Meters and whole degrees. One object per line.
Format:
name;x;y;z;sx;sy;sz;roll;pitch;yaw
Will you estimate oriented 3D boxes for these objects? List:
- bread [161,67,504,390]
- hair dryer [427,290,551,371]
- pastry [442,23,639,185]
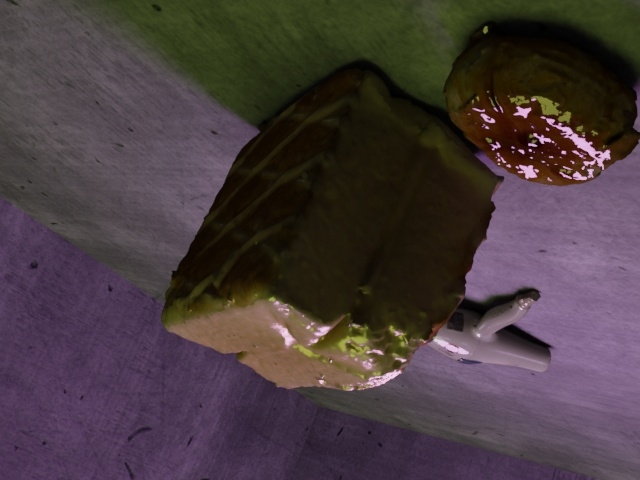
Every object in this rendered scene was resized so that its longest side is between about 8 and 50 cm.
bread;0.000;0.000;1.154;0.279;0.371;0.390;36;153;-22
hair dryer;0.394;0.198;1.664;0.296;0.119;0.298;29;147;-34
pastry;0.248;-0.142;0.915;0.229;0.100;0.218;10;157;36
